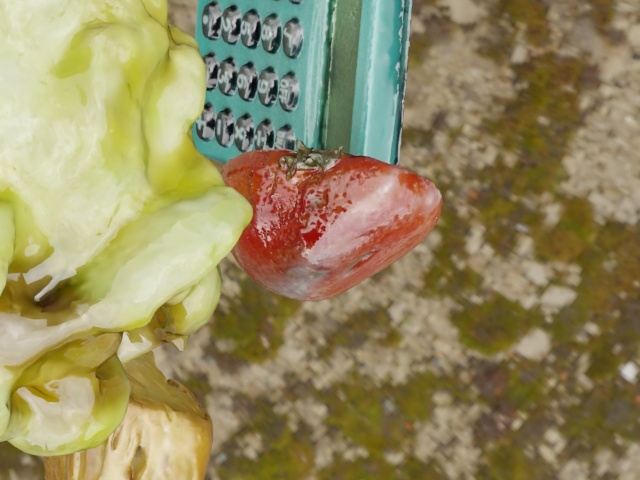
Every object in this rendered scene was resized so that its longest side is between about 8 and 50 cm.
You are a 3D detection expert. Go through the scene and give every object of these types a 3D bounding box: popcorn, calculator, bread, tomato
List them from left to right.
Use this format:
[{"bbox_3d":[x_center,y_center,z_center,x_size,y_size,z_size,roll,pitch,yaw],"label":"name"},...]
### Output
[{"bbox_3d":[-0.161,-0.022,0.705,0.255,0.195,0.256,31,103,9],"label":"popcorn"},{"bbox_3d":[-0.125,0.170,1.047,0.099,0.235,0.210,0,93,-15],"label":"bread"},{"bbox_3d":[-0.028,-0.175,1.517,0.058,0.274,0.248,-9,110,-44],"label":"calculator"},{"bbox_3d":[0.000,0.000,1.343,0.189,0.173,0.099,6,64,12],"label":"tomato"}]
